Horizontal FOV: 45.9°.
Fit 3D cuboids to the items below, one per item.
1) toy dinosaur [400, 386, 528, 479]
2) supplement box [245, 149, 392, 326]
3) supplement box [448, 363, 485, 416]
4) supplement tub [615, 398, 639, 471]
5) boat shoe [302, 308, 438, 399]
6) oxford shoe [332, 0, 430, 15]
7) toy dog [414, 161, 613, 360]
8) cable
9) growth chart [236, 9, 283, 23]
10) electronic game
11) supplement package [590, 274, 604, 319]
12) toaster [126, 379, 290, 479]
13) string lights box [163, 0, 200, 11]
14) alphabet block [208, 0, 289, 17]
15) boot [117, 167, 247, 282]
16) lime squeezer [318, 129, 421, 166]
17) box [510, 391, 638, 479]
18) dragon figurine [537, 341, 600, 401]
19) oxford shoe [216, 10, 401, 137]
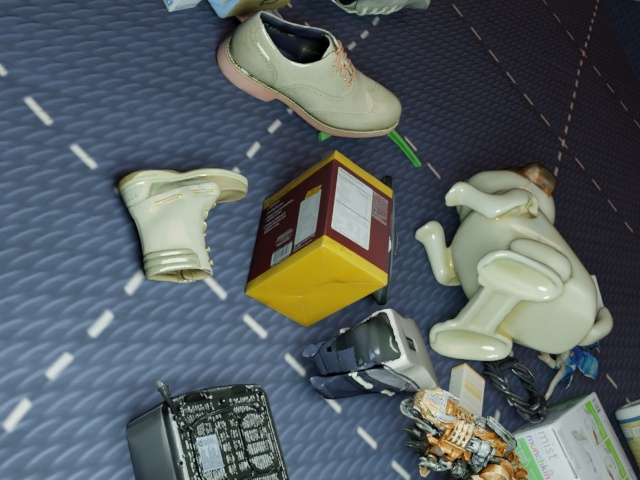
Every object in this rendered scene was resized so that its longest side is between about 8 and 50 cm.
[{"bbox_3d":[0.233,0.361,1.197,0.322,0.218,0.164,56,38,-3],"label":"toy dinosaur"},{"bbox_3d":[0.000,0.000,1.206,0.129,0.191,0.194,32,46,-28],"label":"supplement box"},{"bbox_3d":[0.275,0.292,1.429,0.062,0.036,0.098,41,42,-20],"label":"supplement box"},{"bbox_3d":[0.801,0.473,1.780,0.144,0.144,0.199,-4,69,-48],"label":"supplement tub"},{"bbox_3d":[0.087,0.201,1.242,0.340,0.158,0.127,45,26,-62],"label":"boat shoe"},{"bbox_3d":[0.112,-0.589,1.769,0.449,0.169,0.130,-5,111,-56],"label":"oxford shoe"},{"bbox_3d":[0.396,0.006,1.520,0.396,0.284,0.407,9,43,-6],"label":"toy dog"},{"bbox_3d":[0.390,0.291,1.531,0.151,0.047,0.184,37,22,1],"label":"cable"},{"bbox_3d":[-0.143,-0.473,1.496,0.237,0.021,0.172,49,39,-11],"label":"growth chart"},{"bbox_3d":[0.112,0.000,1.332,0.048,0.229,0.229,2,55,0],"label":"electronic game"},{"bbox_3d":[0.510,0.150,1.643,0.105,0.179,0.105,83,3,-59],"label":"supplement package"},{"bbox_3d":[-0.140,0.268,0.950,0.168,0.110,0.185,0,66,-47],"label":"toaster"},{"bbox_3d":[-0.200,-0.521,1.279,0.133,0.260,0.077,58,40,-2],"label":"string lights box"},{"bbox_3d":[-0.122,-0.553,1.405,0.192,0.193,0.197,58,40,-1],"label":"alphabet block"},{"bbox_3d":[-0.183,-0.022,1.120,0.213,0.077,0.165,-5,69,-42],"label":"boot"},{"bbox_3d":[0.113,-0.235,1.585,0.310,0.059,0.109,9,59,-44],"label":"lime squeezer"},{"bbox_3d":[0.511,0.466,1.494,0.231,0.127,0.261,-13,76,-49],"label":"box"},{"bbox_3d":[0.572,0.277,1.713,0.144,0.085,0.289,43,40,-18],"label":"dragon figurine"},{"bbox_3d":[0.012,-0.304,1.417,0.397,0.146,0.140,14,60,-31],"label":"oxford shoe"}]
